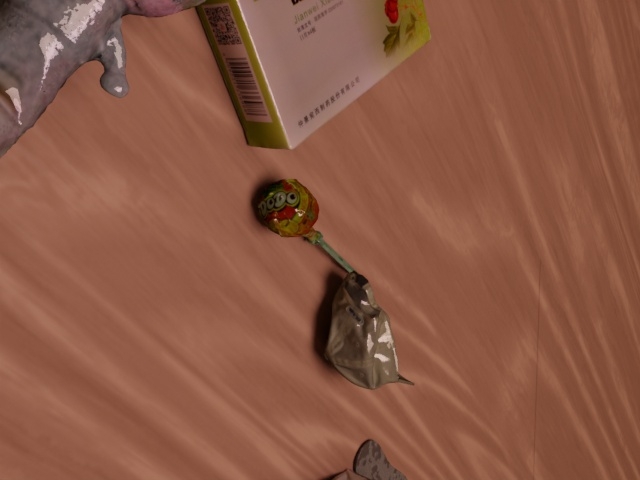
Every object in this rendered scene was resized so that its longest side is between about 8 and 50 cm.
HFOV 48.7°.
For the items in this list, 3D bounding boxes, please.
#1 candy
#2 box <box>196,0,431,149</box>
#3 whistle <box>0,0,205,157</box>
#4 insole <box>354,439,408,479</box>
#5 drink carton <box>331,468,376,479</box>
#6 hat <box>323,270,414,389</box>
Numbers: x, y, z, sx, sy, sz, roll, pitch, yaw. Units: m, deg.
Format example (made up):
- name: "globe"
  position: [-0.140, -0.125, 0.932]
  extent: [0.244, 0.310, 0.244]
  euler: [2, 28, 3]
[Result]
- name: "candy"
  position: [0.000, 0.000, 0.756]
  extent: [0.201, 0.060, 0.061]
  euler: [45, 64, -51]
- name: "box"
  position: [0.003, -0.228, 0.698]
  extent: [0.260, 0.062, 0.175]
  euler: [-42, 127, -34]
- name: "whistle"
  position: [-0.157, -0.185, 0.492]
  extent: [0.346, 0.133, 0.142]
  euler: [-56, 138, -12]
- name: "insole"
  position: [0.088, 0.331, 0.947]
  extent: [0.065, 0.006, 0.193]
  euler: [-52, 131, -27]
- name: "drink carton"
  position: [-0.030, 0.385, 0.730]
  extent: [0.324, 0.132, 0.194]
  euler: [-2, 99, -50]
- name: "hat"
  position: [0.055, 0.115, 0.830]
  extent: [0.166, 0.081, 0.122]
  euler: [39, 30, -61]
